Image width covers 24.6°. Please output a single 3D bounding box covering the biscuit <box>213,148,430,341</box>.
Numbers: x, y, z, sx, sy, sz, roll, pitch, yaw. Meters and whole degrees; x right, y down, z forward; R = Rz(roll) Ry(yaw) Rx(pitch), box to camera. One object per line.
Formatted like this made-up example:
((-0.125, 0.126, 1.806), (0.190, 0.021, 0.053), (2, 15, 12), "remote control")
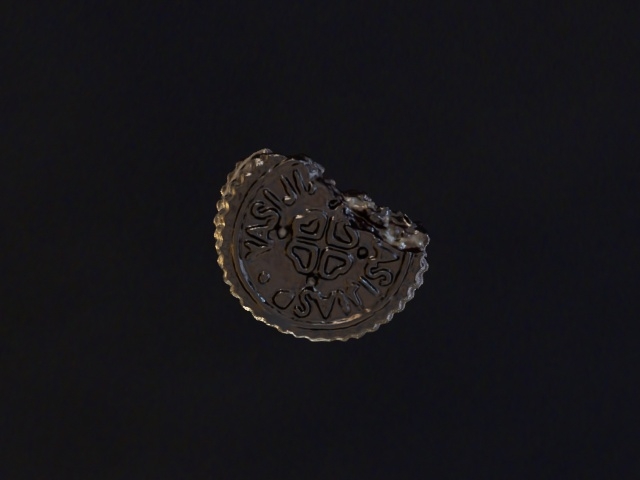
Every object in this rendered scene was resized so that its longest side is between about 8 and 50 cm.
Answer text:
((0.000, 0.000, 0.614), (0.089, 0.027, 0.087), (-14, -79, 7), "biscuit")
